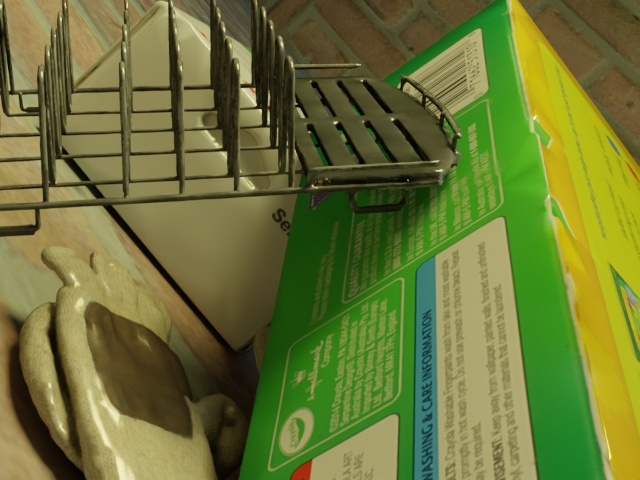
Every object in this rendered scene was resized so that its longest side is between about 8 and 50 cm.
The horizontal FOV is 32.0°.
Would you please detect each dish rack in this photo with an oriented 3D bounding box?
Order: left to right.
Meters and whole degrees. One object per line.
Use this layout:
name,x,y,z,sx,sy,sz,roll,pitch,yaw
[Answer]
dish rack,-0.075,-0.071,0.519,0.208,0.271,0.074,-111,-160,-65

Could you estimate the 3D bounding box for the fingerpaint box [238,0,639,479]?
fingerpaint box,0.144,0.133,0.541,0.371,0.163,0.445,48,24,-21

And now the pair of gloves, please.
pair of gloves,-0.035,0.109,0.507,0.240,0.042,0.204,30,26,-48

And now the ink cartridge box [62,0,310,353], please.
ink cartridge box,-0.056,-0.048,0.843,0.211,0.121,0.289,49,8,3
